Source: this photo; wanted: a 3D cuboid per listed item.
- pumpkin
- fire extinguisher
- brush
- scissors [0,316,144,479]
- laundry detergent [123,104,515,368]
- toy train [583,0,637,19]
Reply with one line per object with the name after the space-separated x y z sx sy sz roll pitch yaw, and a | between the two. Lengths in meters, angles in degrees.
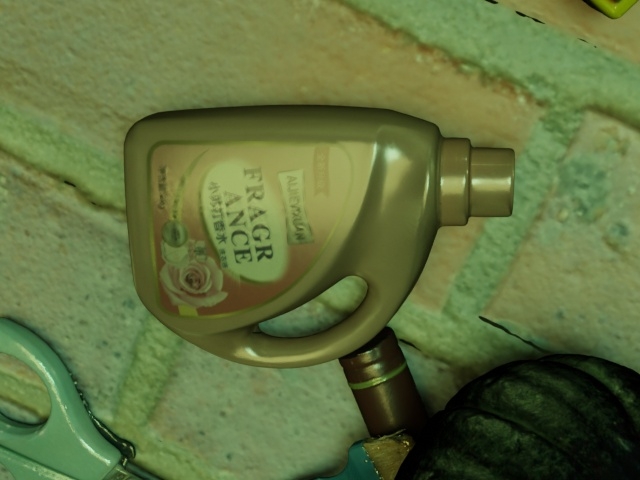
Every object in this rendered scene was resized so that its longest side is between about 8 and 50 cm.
0.142 0.175 0.564 0.162 0.220 0.221 5 113 58 | pumpkin
0.057 0.137 0.654 0.064 0.043 0.158 -12 104 46 | fire extinguisher
0.008 0.168 0.663 0.164 0.014 0.051 -27 94 38 | brush
-0.140 0.190 0.722 0.360 0.029 0.191 22 110 6 | scissors
0.000 0.000 0.614 0.237 0.076 0.171 2 107 10 | laundry detergent
0.149 -0.211 0.513 0.219 0.089 0.127 42 120 -2 | toy train
